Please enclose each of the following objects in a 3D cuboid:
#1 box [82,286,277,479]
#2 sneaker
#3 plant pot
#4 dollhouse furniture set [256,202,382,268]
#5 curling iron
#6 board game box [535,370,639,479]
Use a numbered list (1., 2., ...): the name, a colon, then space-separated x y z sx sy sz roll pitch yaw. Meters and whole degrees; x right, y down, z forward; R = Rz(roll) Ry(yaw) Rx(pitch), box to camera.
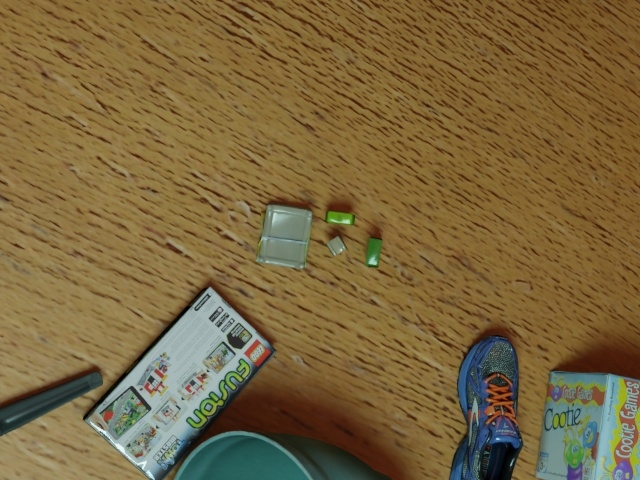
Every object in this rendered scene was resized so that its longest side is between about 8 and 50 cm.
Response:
1. box: -0.161 0.166 1.228 0.114 0.036 0.207 45 73 -9
2. sneaker: 0.219 0.227 1.319 0.083 0.087 0.221 7 82 -18
3. plant pot: -0.008 0.345 1.152 0.196 0.293 0.292 3 82 -44
4. dollhouse furniture set: 0.000 0.000 1.306 0.152 0.058 0.076 8 89 2
5. curling iron: -0.362 0.217 1.158 0.274 0.035 0.068 -31 106 -20
6. board game box: 0.437 0.262 1.358 0.275 0.144 0.142 13 81 -16
